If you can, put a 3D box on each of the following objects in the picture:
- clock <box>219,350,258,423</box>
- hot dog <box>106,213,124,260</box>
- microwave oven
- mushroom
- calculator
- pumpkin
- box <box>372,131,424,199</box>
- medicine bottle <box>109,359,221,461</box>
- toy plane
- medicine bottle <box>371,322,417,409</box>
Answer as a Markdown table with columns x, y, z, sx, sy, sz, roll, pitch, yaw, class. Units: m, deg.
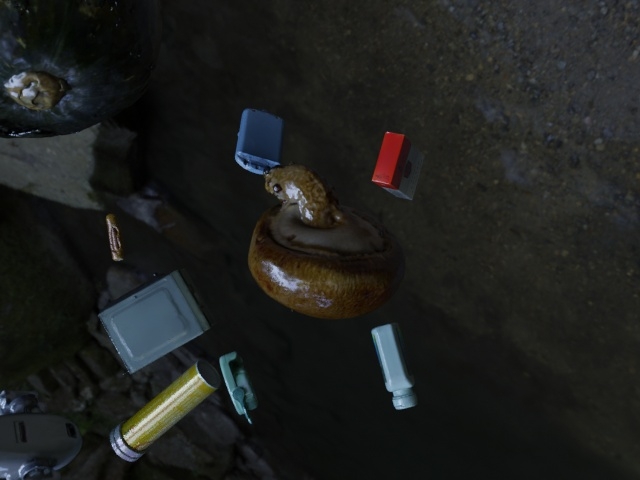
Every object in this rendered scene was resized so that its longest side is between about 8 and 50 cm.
| x | y | z | sx | sy | sz | roll | pitch | yaw | class |
| --- | --- | --- | --- | --- | --- | --- | --- | --- | --- |
| -0.219 | 0.410 | 1.577 | 0.148 | 0.060 | 0.188 | 88 | 159 | -62 | clock |
| -0.587 | -0.010 | 1.636 | 0.028 | 0.044 | 0.136 | 37 | -134 | -87 | hot dog |
| -0.488 | 0.226 | 1.721 | 0.218 | 0.287 | 0.355 | 61 | 170 | 0 | microwave oven |
| 0.000 | 0.000 | 1.144 | 0.346 | 0.346 | 0.259 | 23 | 120 | 29 | mushroom |
| -0.154 | -0.263 | 1.485 | 0.121 | 0.210 | 0.039 | 14 | 146 | -18 | calculator |
| -0.478 | -0.354 | 0.912 | 0.343 | 0.455 | 0.454 | 62 | 157 | 16 | pumpkin |
| 0.159 | -0.146 | 1.143 | 0.048 | 0.100 | 0.152 | 13 | 178 | 24 | box |
| -0.280 | 0.307 | 1.036 | 0.074 | 0.218 | 0.074 | 48 | -170 | -11 | medicine bottle |
| -0.539 | 0.358 | 0.980 | 0.252 | 0.252 | 0.118 | 38 | 114 | 6 | toy plane |
| 0.209 | 0.347 | 1.583 | 0.121 | 0.083 | 0.228 | 41 | -147 | -76 | medicine bottle |
